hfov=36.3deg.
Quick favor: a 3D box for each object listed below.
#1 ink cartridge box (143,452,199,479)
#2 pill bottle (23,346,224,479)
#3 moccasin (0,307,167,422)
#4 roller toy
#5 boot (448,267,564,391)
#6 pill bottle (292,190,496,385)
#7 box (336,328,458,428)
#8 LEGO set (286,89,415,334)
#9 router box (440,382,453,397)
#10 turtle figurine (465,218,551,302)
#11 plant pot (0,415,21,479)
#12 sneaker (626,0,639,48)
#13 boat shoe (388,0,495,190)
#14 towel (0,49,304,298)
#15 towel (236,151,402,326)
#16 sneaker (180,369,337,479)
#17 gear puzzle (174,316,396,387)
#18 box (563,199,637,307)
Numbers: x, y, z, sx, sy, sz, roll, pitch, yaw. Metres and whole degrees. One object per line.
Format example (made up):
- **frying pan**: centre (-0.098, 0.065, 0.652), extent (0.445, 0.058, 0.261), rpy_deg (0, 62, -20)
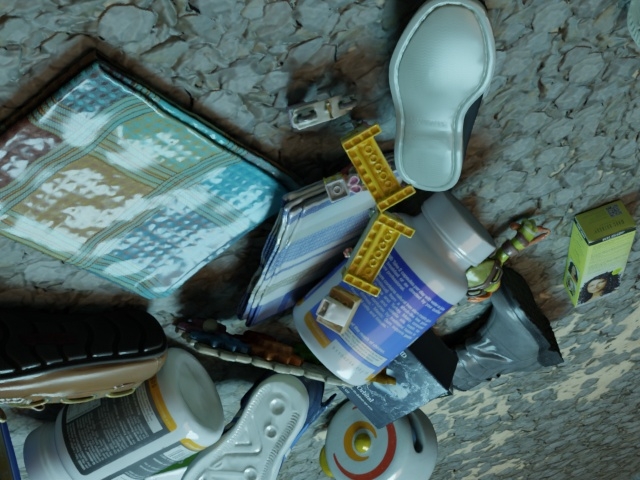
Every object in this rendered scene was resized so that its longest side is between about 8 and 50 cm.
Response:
- **ink cartridge box**: centre (-0.303, 0.455, 1.742), extent (0.255, 0.097, 0.189), rpy_deg (-14, 126, -12)
- **pill bottle**: centre (-0.300, 0.289, 1.484), extent (0.278, 0.162, 0.162), rpy_deg (-28, 148, 12)
- **moccasin**: centre (-0.391, 0.163, 1.278), extent (0.380, 0.139, 0.147), rpy_deg (-3, 136, -43)
- **roller toy**: centre (0.110, 0.391, 1.861), extent (0.146, 0.209, 0.191), rpy_deg (26, 87, -51)
- **boot**: centre (0.292, 0.182, 1.731), extent (0.222, 0.118, 0.338), rpy_deg (-21, 143, 15)
- **pill bottle**: centre (0.105, 0.060, 1.340), extent (0.272, 0.152, 0.152), rpy_deg (-43, 144, 14)
- **box**: centre (0.107, 0.193, 1.557), extent (0.156, 0.093, 0.158), rpy_deg (47, 124, -10)
- **LEGO set**: centre (0.042, -0.040, 1.159), extent (0.132, 0.107, 0.287), rpy_deg (-8, 108, -2)
- **router box**: centre (0.139, 0.225, 1.696), extent (0.133, 0.046, 0.179), rpy_deg (-16, 139, 21)
- **turtle figurine**: centre (0.221, 0.047, 1.496), extent (0.269, 0.087, 0.217), rpy_deg (-33, 147, 19)
- **plant pot**: centre (-0.558, 0.383, 1.415), extent (0.236, 0.236, 0.212), rpy_deg (2, 135, -34)
- **sneaker**: centre (0.449, -0.336, 1.028), extent (0.148, 0.131, 0.350), rpy_deg (-20, 155, -16)
- **boat shoe**: centre (0.135, -0.181, 1.100), extent (0.114, 0.091, 0.302), rpy_deg (15, 147, 3)
- **towel**: centre (-0.220, -0.052, 1.127), extent (0.271, 0.040, 0.370), rpy_deg (-34, 146, 19)
- **towel**: centre (0.000, 0.000, 1.307), extent (0.209, 0.034, 0.285), rpy_deg (-24, 155, -32)
- **sneaker**: centre (-0.102, 0.329, 1.604), extent (0.323, 0.130, 0.236), rpy_deg (-56, 174, 10)
- **gear puzzle**: centre (-0.034, 0.164, 1.417), extent (0.339, 0.044, 0.175), rpy_deg (16, 179, -20)
- **box**: centre (0.466, 0.027, 1.641), extent (0.087, 0.058, 0.232), rpy_deg (-20, 148, -2)
